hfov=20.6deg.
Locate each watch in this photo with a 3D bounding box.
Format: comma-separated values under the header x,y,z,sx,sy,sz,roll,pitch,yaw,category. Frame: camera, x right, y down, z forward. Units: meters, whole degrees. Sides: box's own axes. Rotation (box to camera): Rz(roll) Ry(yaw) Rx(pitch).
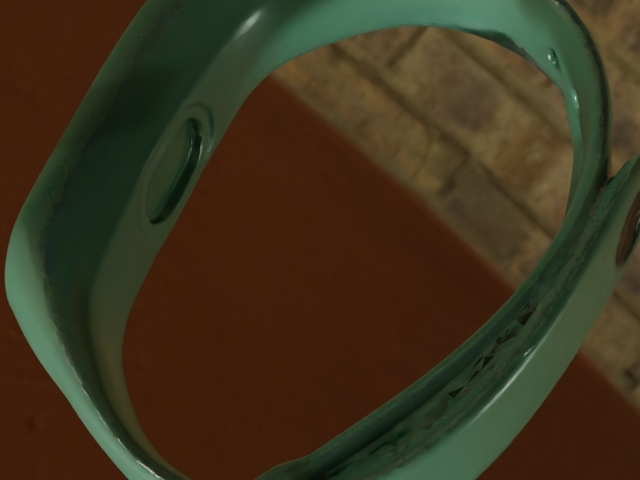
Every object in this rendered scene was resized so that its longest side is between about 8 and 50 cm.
x,y,z,sx,sy,sz,roll,pitch,yaw,category
0.000,0.000,0.603,0.195,0.068,0.237,21,-115,17,watch
